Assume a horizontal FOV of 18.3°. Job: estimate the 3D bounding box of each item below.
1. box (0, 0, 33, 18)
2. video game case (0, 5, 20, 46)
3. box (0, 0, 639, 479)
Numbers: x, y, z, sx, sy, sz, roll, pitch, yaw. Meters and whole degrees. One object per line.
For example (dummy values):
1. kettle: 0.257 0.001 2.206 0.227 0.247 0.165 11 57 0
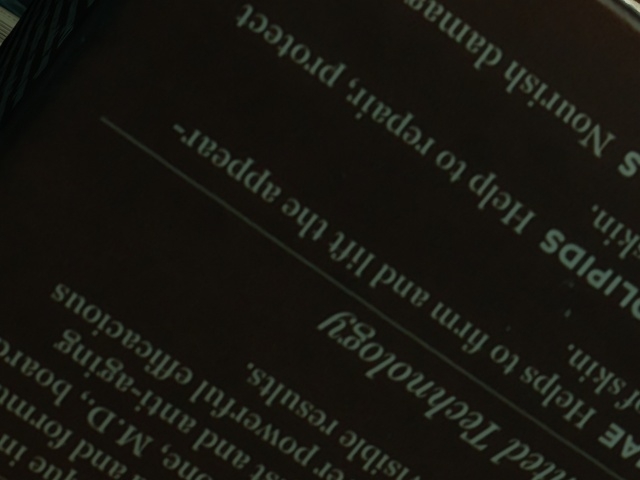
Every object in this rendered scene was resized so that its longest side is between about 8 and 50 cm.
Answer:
1. box: 0.004 -0.311 1.166 0.472 0.480 0.297 48 22 28
2. video game case: -0.257 -0.097 0.872 0.300 0.036 0.329 32 20 -19
3. box: 0.000 0.000 0.465 0.167 0.203 0.168 34 19 -14
